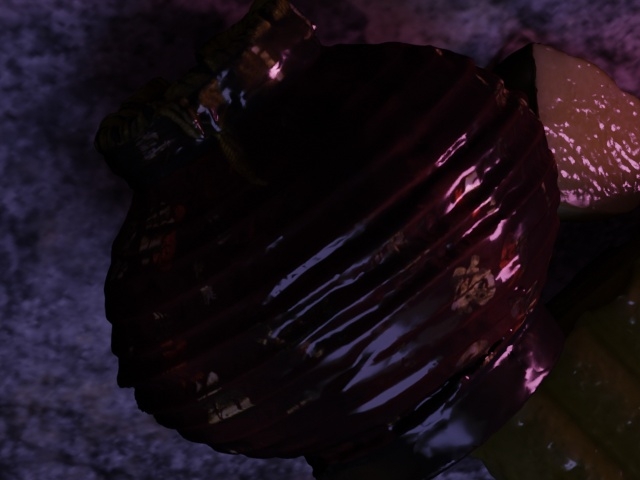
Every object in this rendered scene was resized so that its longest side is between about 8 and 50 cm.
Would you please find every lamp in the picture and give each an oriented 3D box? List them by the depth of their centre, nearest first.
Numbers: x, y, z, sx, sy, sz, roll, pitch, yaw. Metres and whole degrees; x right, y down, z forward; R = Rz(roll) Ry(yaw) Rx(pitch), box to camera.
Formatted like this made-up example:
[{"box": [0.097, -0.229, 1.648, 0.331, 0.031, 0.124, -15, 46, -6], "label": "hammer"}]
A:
[{"box": [0.000, 0.000, 0.894, 0.247, 0.247, 0.247, -14, 137, -13], "label": "lamp"}]

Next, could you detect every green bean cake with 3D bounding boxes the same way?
[{"box": [0.190, 0.063, 1.034, 0.233, 0.124, 0.236, -41, 177, 7], "label": "green bean cake"}]

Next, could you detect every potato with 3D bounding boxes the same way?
[{"box": [0.130, -0.046, 1.012, 0.103, 0.096, 0.066, 18, 159, -34], "label": "potato"}]
